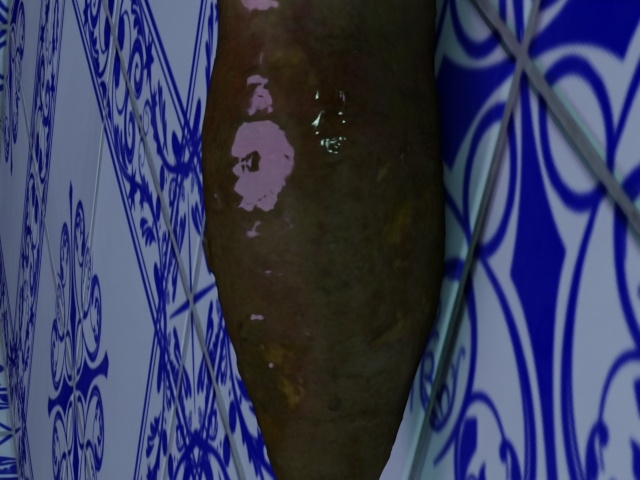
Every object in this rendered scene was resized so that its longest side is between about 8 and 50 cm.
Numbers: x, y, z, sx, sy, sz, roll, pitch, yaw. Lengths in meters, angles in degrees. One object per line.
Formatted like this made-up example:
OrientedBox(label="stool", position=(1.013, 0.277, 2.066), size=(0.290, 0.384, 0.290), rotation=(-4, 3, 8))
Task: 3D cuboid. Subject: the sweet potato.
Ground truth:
OrientedBox(label="sweet potato", position=(0.003, 0.000, 0.806), size=(0.131, 0.131, 0.336), rotation=(170, 99, -73))
